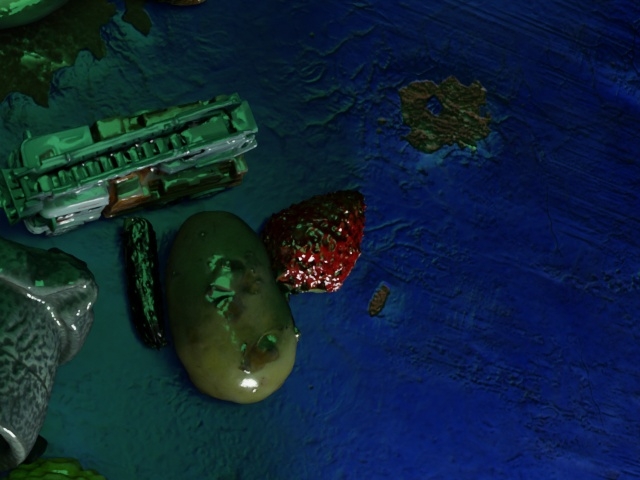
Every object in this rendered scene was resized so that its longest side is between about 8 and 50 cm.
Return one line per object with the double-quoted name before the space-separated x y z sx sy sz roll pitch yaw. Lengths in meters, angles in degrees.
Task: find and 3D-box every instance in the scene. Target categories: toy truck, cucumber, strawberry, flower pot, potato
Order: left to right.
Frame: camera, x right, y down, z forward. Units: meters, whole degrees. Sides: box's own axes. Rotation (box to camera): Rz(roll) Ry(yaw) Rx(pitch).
"flower pot" -0.399 0.100 1.476 0.299 0.299 0.283 20 56 -15
"toy truck" -0.257 -0.102 1.626 0.338 0.184 0.133 -16 87 -19
"cucumber" -0.234 0.058 1.684 0.053 0.053 0.181 -8 86 -19
"potato" -0.126 0.090 1.662 0.165 0.165 0.262 -22 95 -20
"strawberry" -0.002 0.003 1.752 0.192 0.085 0.140 -13 85 -21

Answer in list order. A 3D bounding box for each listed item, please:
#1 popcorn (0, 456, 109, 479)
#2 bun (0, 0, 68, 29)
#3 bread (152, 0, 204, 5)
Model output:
"popcorn" -0.331 0.401 1.536 0.206 0.251 0.237 -15 51 -42
"bun" -0.429 -0.395 1.630 0.287 0.146 0.287 2 82 -13
"bread" -0.251 -0.389 1.728 0.233 0.076 0.105 18 79 -17
